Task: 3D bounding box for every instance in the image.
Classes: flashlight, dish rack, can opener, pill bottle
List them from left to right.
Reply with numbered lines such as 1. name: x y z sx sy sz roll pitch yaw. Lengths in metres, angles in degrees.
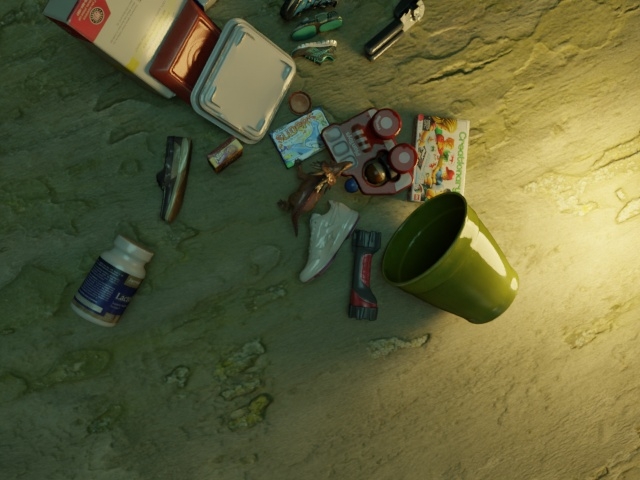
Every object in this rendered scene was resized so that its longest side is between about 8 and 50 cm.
1. pill bottle: -0.646 0.123 1.650 0.153 0.153 0.265 31 86 -8
2. dish rack: -0.229 -0.504 1.692 0.285 0.072 0.333 28 87 -36
3. flashlight: 0.159 0.119 1.805 0.103 0.103 0.305 8 88 -36
4. can opener: 0.253 -0.737 1.833 0.280 0.074 0.093 -45 62 -7

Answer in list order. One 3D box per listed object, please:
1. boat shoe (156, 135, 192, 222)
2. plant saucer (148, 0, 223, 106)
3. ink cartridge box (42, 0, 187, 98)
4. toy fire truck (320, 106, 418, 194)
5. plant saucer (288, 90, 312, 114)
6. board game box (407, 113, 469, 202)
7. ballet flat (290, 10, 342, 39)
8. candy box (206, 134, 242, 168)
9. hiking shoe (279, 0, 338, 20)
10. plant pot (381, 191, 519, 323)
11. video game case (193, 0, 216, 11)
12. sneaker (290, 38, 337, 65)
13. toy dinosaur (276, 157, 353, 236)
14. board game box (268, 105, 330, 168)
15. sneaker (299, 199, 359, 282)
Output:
1. boat shoe: -0.484 -0.201 1.703 0.092 0.103 0.286 12 85 -4
2. plant saucer: -0.374 -0.561 1.648 0.047 0.259 0.259 26 86 31
3. ink cartridge box: -0.547 -0.643 1.545 0.160 0.384 0.279 27 86 34
4. toy fire truck: 0.168 -0.284 1.768 0.253 0.169 0.302 -27 94 -3
5. plant saucer: -0.070 -0.470 1.804 0.083 0.013 0.084 0 90 -8
6. board game box: 0.416 -0.280 1.861 0.192 0.053 0.306 4 90 -9
7. ballet flat: -0.020 -0.734 1.792 0.188 0.070 0.070 -18 93 -10
8. candy box: -0.305 -0.270 1.682 0.109 0.186 0.053 -39 95 -6
9. hiking shoe: -0.002 -0.823 1.755 0.304 0.113 0.132 -45 109 -7
10. plant pot: 0.455 0.091 1.745 0.353 0.366 0.367 38 85 -19
11. video game case: -0.392 -0.937 1.725 0.244 0.061 0.269 -45 97 -4
12. sneaker: -0.018 -0.631 1.788 0.166 0.065 0.076 -12 96 -7
13. toy dinosaur: -0.035 -0.154 1.703 0.127 0.200 0.296 27 90 -25
14. board game box: -0.057 -0.350 1.796 0.201 0.035 0.136 -30 95 -7
15. sneaker: 0.000 0.000 1.783 0.152 0.114 0.305 34 77 -1
